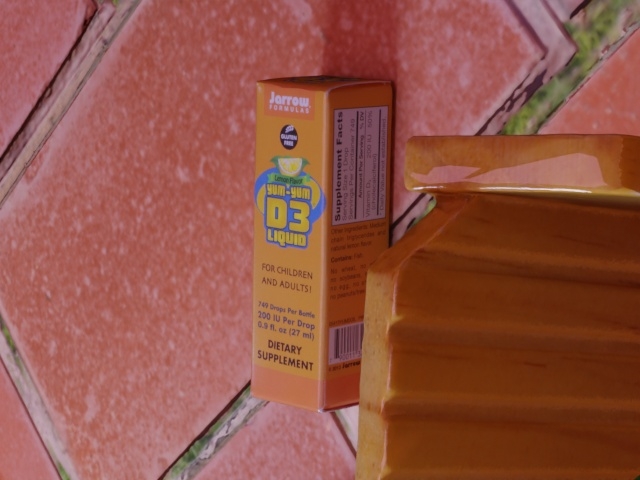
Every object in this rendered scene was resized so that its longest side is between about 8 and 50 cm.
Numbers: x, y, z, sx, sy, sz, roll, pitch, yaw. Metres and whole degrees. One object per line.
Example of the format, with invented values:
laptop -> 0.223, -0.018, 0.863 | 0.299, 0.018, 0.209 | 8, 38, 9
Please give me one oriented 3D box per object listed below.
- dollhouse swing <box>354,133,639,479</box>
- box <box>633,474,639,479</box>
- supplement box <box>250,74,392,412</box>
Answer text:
dollhouse swing -> 0.230, 0.130, 0.822 | 0.305, 0.315, 0.346 | 1, 86, 55
box -> 0.277, 0.136, 0.724 | 0.262, 0.127, 0.231 | -41, 84, 2
supplement box -> 0.000, 0.000, 1.248 | 0.078, 0.080, 0.233 | 8, 100, 42
